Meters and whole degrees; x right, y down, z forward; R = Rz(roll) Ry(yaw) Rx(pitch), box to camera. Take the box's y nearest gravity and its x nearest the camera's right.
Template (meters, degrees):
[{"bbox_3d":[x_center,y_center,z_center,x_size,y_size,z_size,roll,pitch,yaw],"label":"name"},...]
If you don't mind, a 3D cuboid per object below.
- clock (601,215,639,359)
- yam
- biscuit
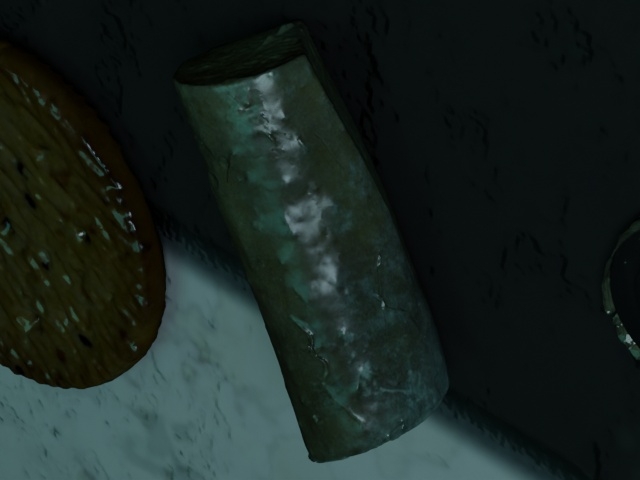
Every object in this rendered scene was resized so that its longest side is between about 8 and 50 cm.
[{"bbox_3d":[0.138,0.027,0.661,0.083,0.010,0.074,37,136,19],"label":"clock"},{"bbox_3d":[0.000,0.000,0.730,0.068,0.068,0.169,-1,114,43],"label":"yam"},{"bbox_3d":[-0.145,-0.012,0.885,0.188,0.027,0.187,22,129,30],"label":"biscuit"}]
